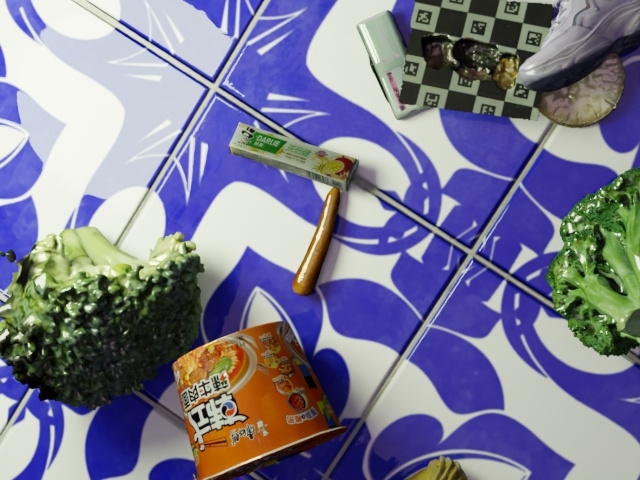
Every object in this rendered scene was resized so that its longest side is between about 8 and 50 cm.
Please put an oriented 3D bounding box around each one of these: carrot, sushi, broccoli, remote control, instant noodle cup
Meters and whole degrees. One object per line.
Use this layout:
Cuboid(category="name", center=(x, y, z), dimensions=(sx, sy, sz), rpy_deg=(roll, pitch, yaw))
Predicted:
Cuboid(category="carrot", center=(0.000, 0.000, 1.885), dimensions=(0.037, 0.037, 0.190), rpy_deg=(21, 92, 11))
Cuboid(category="sushi", center=(0.240, -0.279, 1.817), dimensions=(0.215, 0.050, 0.192), rpy_deg=(8, 77, 8))
Cuboid(category="broccoli", center=(-0.358, 0.083, 1.856), dimensions=(0.348, 0.293, 0.281), rpy_deg=(-38, 45, 0))
Cuboid(category="broccoli", center=(0.474, 0.056, 1.673), dimensions=(0.308, 0.275, 0.307), rpy_deg=(2, 118, 4))
Cuboid(category="remote control", center=(0.112, -0.276, 1.855), dimensions=(0.065, 0.029, 0.166), rpy_deg=(-23, 87, 11))
Cuboid(category="instant noodle cup", center=(-0.107, 0.249, 1.816), dimensions=(0.250, 0.250, 0.192), rpy_deg=(-25, 77, 11))

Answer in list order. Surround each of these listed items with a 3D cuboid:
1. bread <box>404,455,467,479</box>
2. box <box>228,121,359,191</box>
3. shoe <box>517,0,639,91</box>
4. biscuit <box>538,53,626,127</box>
Cuboid(category="bread", center=(0.210, 0.488, 1.804), dimensions=(0.153, 0.119, 0.288), rpy_deg=(-34, 83, 14))
Cuboid(category="box", center=(-0.043, -0.135, 1.876), dimensions=(0.207, 0.041, 0.049), rpy_deg=(18, 68, 11))
Cuboid(category="shoe", center=(0.386, -0.321, 1.750), dimensions=(0.245, 0.095, 0.137), rpy_deg=(-30, 72, -8))
Cuboid(category="biscuit", center=(0.391, -0.246, 1.801), dimensions=(0.152, 0.020, 0.152), rpy_deg=(0, 90, 12))
